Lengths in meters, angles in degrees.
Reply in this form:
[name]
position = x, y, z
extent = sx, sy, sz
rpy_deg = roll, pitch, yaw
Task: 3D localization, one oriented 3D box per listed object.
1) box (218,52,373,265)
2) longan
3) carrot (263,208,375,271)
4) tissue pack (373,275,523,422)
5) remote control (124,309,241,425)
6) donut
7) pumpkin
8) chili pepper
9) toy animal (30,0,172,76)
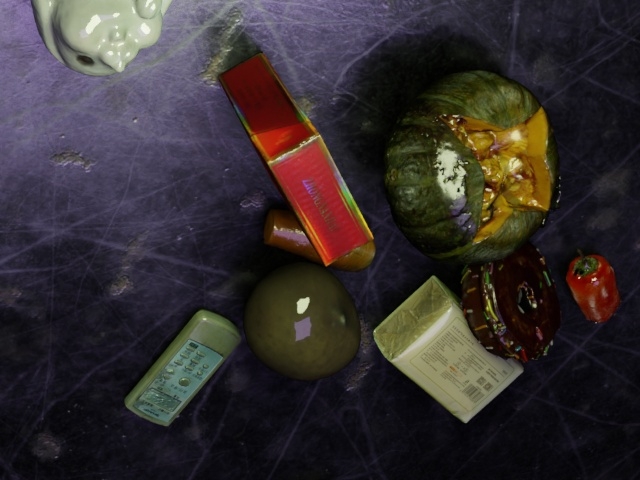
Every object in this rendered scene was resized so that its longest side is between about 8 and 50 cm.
[box]
position = -0.042, -0.125, 1.666
extent = 0.089, 0.313, 0.197
rpy_deg = -29, 124, -2
[longan]
position = -0.034, 0.135, 1.901
extent = 0.196, 0.196, 0.220
rpy_deg = -30, 136, 1
[carrot]
position = 0.000, 0.000, 1.894
extent = 0.193, 0.087, 0.087
rpy_deg = 16, 114, -27
[tissue pack]
position = 0.234, 0.200, 2.063
extent = 0.159, 0.125, 0.234
rpy_deg = -44, 122, 9
[remote control]
position = -0.239, 0.224, 1.981
extent = 0.098, 0.038, 0.233
rpy_deg = 32, 107, -30
[donut]
position = 0.329, 0.105, 1.992
extent = 0.089, 0.235, 0.235
rpy_deg = -16, 134, 40
[pumpkin]
position = 0.239, -0.115, 1.796
extent = 0.320, 0.192, 0.320
rpy_deg = -4, 97, -37
[chili pepper]
position = 0.499, 0.069, 2.091
extent = 0.084, 0.086, 0.192
rpy_deg = -12, 138, 23
[toy animal]
position = -0.303, -0.367, 1.529
extent = 0.249, 0.174, 0.289
rpy_deg = 20, 112, -39
